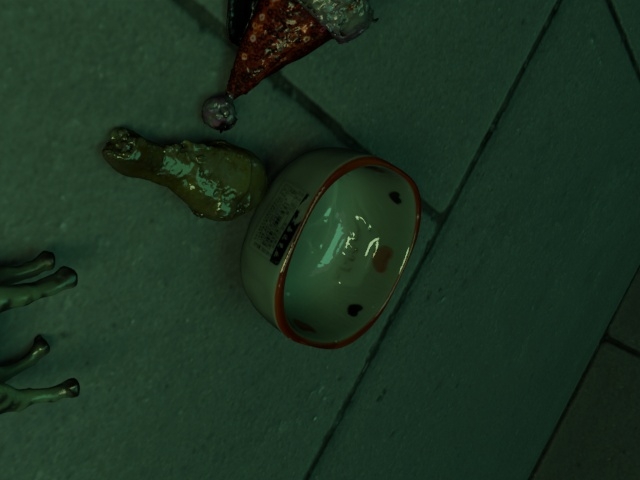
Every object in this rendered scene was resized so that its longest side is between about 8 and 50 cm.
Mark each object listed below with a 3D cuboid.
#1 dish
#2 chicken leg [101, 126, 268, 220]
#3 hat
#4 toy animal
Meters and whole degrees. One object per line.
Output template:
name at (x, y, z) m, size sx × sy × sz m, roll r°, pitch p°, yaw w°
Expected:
dish at (0.000, 0.000, 0.971) m, size 0.256 × 0.117 × 0.256 m, roll -27°, pitch 129°, yaw -38°
chicken leg at (-0.133, -0.069, 0.818) m, size 0.197 × 0.069 × 0.085 m, roll 14°, pitch 99°, yaw -45°
hat at (-0.043, -0.205, 0.832) m, size 0.227 × 0.129 × 0.140 m, roll -49°, pitch 169°, yaw 11°
toy animal at (-0.296, 0.060, 0.691) m, size 0.170 × 0.089 × 0.255 m, roll -31°, pitch 130°, yaw -29°
